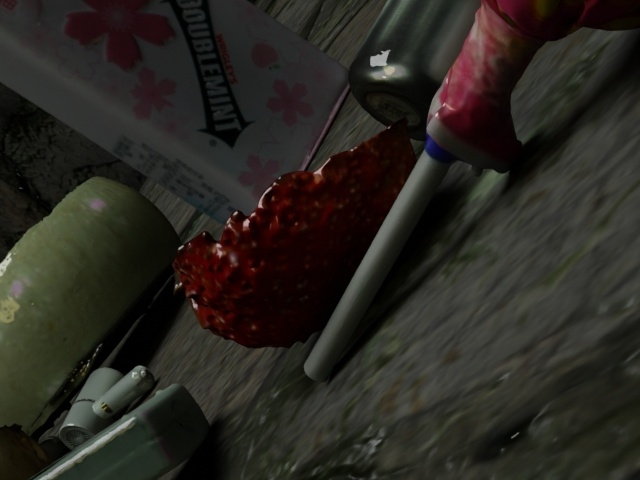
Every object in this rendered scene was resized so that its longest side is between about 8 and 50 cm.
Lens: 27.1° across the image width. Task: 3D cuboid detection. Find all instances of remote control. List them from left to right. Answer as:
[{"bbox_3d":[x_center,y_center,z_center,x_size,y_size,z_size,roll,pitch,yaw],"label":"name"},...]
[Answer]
[{"bbox_3d":[-0.230,0.210,0.878,0.344,0.050,0.145,-34,-1,5],"label":"remote control"}]

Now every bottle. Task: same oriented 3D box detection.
[{"bbox_3d":[0.109,-0.179,0.820,0.096,0.079,0.253,13,65,38],"label":"bottle"}]

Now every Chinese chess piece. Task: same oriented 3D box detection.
[{"bbox_3d":[-0.300,0.093,1.508,0.349,0.146,0.349,-52,2,3],"label":"Chinese chess piece"}]

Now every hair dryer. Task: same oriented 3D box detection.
[{"bbox_3d":[-0.199,0.150,1.304,0.137,0.047,0.082,-38,20,43],"label":"hair dryer"}]

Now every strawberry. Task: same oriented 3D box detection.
[{"bbox_3d":[0.000,0.000,0.752,0.187,0.082,0.146,-43,-8,37],"label":"strawberry"}]

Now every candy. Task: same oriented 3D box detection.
[{"bbox_3d":[0.067,-0.057,0.626,0.124,0.124,0.365,-72,8,-55],"label":"candy"}]

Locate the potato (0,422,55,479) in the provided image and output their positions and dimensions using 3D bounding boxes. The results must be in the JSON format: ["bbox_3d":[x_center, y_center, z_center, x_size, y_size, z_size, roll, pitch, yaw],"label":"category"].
[{"bbox_3d":[-0.282,0.283,1.099,0.239,0.116,0.299,-55,-5,-43],"label":"potato"}]

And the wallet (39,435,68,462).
[{"bbox_3d":[-0.340,0.316,1.370,0.170,0.069,0.231,-56,0,27],"label":"wallet"}]

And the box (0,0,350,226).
[{"bbox_3d":[-0.166,-0.178,1.237,0.112,0.370,0.190,-35,25,60],"label":"box"}]
